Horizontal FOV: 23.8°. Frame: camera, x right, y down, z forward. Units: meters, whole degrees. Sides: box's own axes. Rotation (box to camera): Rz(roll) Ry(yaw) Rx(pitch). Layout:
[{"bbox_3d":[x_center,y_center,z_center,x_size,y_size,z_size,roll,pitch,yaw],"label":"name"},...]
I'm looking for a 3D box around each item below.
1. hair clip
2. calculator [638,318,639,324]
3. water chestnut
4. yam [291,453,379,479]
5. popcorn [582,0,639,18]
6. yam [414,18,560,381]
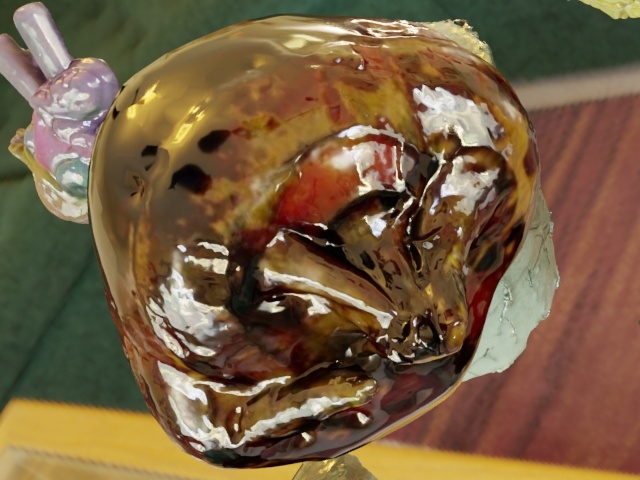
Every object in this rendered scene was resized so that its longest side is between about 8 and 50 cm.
[{"bbox_3d":[-0.128,-0.042,1.064,0.137,0.278,0.090,-30,22,49],"label":"hair clip"},{"bbox_3d":[0.262,0.147,1.058,0.028,0.274,0.166,-21,67,2],"label":"calculator"},{"bbox_3d":[0.000,0.000,0.907,0.289,0.289,0.244,-42,71,15],"label":"water chestnut"},{"bbox_3d":[-0.027,0.272,1.047,0.106,0.106,0.259,-18,29,46],"label":"yam"},{"bbox_3d":[0.251,-0.253,1.313,0.162,0.141,0.135,-34,-13,-11],"label":"popcorn"},{"bbox_3d":[0.120,-0.044,1.595,0.241,0.348,0.241,-10,44,10],"label":"yam"}]
